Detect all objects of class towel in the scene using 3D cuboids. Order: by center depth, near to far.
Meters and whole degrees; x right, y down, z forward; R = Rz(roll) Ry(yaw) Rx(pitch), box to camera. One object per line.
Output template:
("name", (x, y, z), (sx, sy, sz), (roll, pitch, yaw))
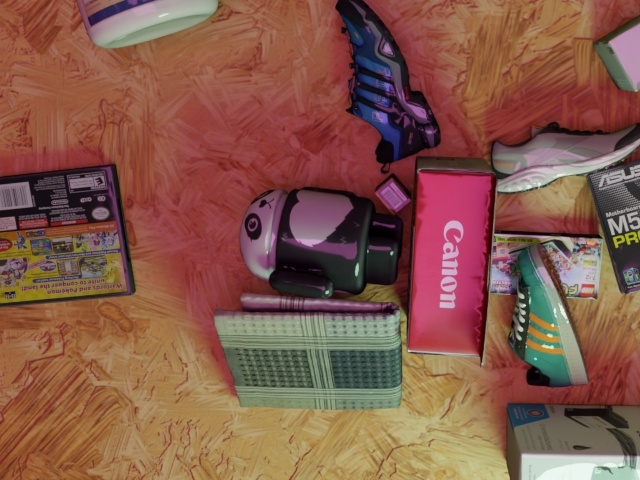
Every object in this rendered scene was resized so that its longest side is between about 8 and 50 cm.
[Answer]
("towel", (-0.016, 0.205, 1.561), (0.324, 0.056, 0.312), (-1, 139, 6))

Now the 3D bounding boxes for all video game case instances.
("video game case", (-0.502, -0.007, 1.650), (0.275, 0.035, 0.248), (-6, 100, 6))

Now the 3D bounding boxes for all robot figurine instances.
("robot figurine", (0.000, 0.000, 1.501), (0.278, 0.209, 0.173), (8, 95, 9))

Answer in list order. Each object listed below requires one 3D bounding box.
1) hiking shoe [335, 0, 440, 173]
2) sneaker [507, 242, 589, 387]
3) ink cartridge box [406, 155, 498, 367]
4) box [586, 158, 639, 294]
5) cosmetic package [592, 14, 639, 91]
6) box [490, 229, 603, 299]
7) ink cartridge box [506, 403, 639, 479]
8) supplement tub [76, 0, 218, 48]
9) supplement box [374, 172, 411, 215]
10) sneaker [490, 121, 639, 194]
("hiking shoe", (0.090, -0.271, 1.494), (0.132, 0.113, 0.304), (-28, 97, 10))
("sneaker", (0.377, 0.145, 1.523), (0.121, 0.108, 0.302), (-15, 118, 18))
("ink cartridge box", (0.214, 0.026, 1.459), (0.130, 0.272, 0.309), (3, 101, 5))
("box", (0.609, -0.044, 1.464), (0.270, 0.060, 0.216), (-16, 83, 17))
("cosmetic package", (0.580, -0.344, 1.422), (0.238, 0.127, 0.107), (-33, 97, 13))
("box", (0.393, 0.042, 1.563), (0.207, 0.036, 0.114), (2, 102, 6))
("ink cartridge box", (0.490, 0.383, 1.525), (0.307, 0.223, 0.129), (0, 100, 6))
("supplement tub", (-0.317, -0.497, 1.433), (0.228, 0.228, 0.316), (-16, 99, 9))
("supplement box", (0.129, -0.082, 1.542), (0.043, 0.083, 0.055), (-41, 95, 11))
("sneaker", (0.422, -0.159, 1.491), (0.271, 0.100, 0.108), (-15, 94, 9))
